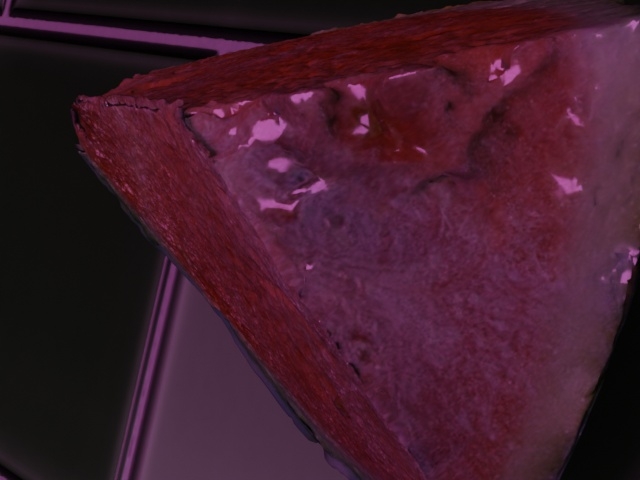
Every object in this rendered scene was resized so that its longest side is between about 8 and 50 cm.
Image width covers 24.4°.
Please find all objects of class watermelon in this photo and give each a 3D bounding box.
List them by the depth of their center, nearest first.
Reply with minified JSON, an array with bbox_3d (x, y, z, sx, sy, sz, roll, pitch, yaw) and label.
[{"bbox_3d":[0.019,0.009,0.457,0.231,0.128,0.146,13,119,66],"label":"watermelon"}]
